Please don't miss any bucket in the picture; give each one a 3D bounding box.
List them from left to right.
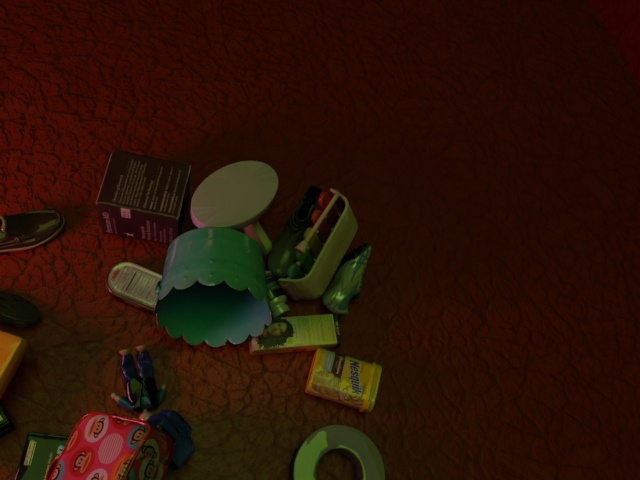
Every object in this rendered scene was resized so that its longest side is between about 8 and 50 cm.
[{"bbox_3d":[-0.255,0.112,1.508,0.281,0.281,0.183,4,50,-11],"label":"bucket"}]

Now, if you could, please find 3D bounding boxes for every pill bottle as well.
[{"bbox_3d":[-0.129,0.144,1.642,0.067,0.067,0.120,-25,72,-23],"label":"pill bottle"}]

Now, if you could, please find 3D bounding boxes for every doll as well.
[{"bbox_3d":[-0.429,0.348,1.482,0.129,0.046,0.189,-10,73,-28],"label":"doll"}]

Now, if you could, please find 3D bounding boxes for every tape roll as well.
[{"bbox_3d":[0.038,0.551,1.478,0.219,0.072,0.219,5,64,-10],"label":"tape roll"}]

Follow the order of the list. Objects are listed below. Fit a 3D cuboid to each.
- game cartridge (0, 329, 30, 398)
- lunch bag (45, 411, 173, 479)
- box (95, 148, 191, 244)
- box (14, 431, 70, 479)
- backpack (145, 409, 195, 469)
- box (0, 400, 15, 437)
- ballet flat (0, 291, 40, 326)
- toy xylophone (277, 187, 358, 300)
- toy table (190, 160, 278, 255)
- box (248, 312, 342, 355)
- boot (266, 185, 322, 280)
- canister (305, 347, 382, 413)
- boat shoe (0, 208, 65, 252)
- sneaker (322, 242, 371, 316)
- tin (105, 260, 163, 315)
[{"bbox_3d":[-0.825,0.311,1.315,0.285,0.052,0.323,19,59,-2],"label":"game cartridge"},{"bbox_3d":[-0.456,0.498,1.264,0.258,0.120,0.293,1,56,30],"label":"lunch bag"},{"bbox_3d":[-0.453,-0.107,1.632,0.203,0.168,0.167,10,63,-8],"label":"box"},{"bbox_3d":[-0.567,0.536,1.353,0.175,0.051,0.220,10,63,-9],"label":"box"},{"bbox_3d":[-0.338,0.449,1.414,0.101,0.098,0.120,-43,105,-27],"label":"backpack"},{"bbox_3d":[-0.782,0.371,1.369,0.147,0.077,0.180,-29,74,-25],"label":"box"},{"bbox_3d":[-0.795,0.157,1.490,0.250,0.058,0.084,18,26,-10],"label":"ballet flat"},{"bbox_3d":[0.000,0.000,1.652,0.081,0.236,0.322,19,59,27],"label":"toy xylophone"},{"bbox_3d":[-0.230,-0.077,1.656,0.274,0.161,0.252,-33,65,-32],"label":"toy table"},{"bbox_3d":[-0.067,0.242,1.615,0.232,0.058,0.087,-3,65,-15],"label":"box"},{"bbox_3d":[-0.072,-0.026,1.687,0.083,0.161,0.246,23,61,-1],"label":"boot"},{"bbox_3d":[0.057,0.350,1.582,0.170,0.073,0.126,17,61,-3],"label":"canister"},{"bbox_3d":[-0.769,-0.022,1.557,0.258,0.095,0.095,-24,72,-23],"label":"boat shoe"},{"bbox_3d":[0.083,0.105,1.714,0.086,0.085,0.237,44,56,-20],"label":"sneaker"},{"bbox_3d":[-0.454,0.119,1.597,0.190,0.040,0.106,23,57,-1],"label":"tin"}]
